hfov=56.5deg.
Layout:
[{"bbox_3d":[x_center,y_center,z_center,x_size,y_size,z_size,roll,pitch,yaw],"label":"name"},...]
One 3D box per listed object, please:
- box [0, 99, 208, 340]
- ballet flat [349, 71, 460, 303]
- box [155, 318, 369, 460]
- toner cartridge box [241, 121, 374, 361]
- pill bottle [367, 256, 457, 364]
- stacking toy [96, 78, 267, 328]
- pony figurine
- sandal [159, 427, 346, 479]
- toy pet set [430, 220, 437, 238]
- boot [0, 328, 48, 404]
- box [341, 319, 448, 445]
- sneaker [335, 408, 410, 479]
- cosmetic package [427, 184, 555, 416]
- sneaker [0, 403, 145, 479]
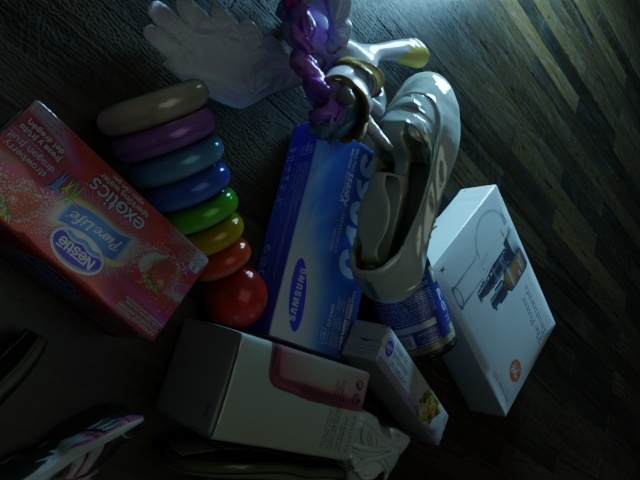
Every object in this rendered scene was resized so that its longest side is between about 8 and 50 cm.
[{"bbox_3d":[-0.270,-0.010,0.659,0.257,0.128,0.123,48,56,-29],"label":"box"},{"bbox_3d":[0.126,-0.105,0.917,0.139,0.139,0.400,24,73,-39],"label":"ballet flat"},{"bbox_3d":[-0.072,0.201,0.800,0.232,0.148,0.127,26,74,-39],"label":"box"},{"bbox_3d":[0.000,0.000,0.941,0.165,0.075,0.348,26,69,-38],"label":"toner cartridge box"},{"bbox_3d":[0.144,0.093,1.026,0.122,0.122,0.219,-25,98,-41],"label":"pill bottle"},{"bbox_3d":[-0.160,-0.030,0.774,0.141,0.141,0.330,-34,115,-39],"label":"stacking toy"},{"bbox_3d":[-0.008,-0.290,0.830,0.351,0.303,0.363,41,32,-7],"label":"pony figurine"},{"bbox_3d":[-0.081,0.325,0.815,0.302,0.120,0.086,28,81,-38],"label":"sandal"},{"bbox_3d":[0.150,-0.032,1.078,0.065,0.122,0.114,-38,137,-11],"label":"toy pet set"},{"bbox_3d":[-0.394,0.122,0.558,0.178,0.085,0.236,44,34,-9],"label":"boot"},{"bbox_3d":[0.134,0.246,0.996,0.324,0.067,0.063,55,51,-41],"label":"box"},{"bbox_3d":[0.054,0.331,0.953,0.232,0.090,0.115,35,67,-34],"label":"sneaker"},{"bbox_3d":[0.333,0.120,1.224,0.284,0.097,0.377,-44,115,-33],"label":"cosmetic package"},{"bbox_3d":[-0.282,0.255,0.675,0.178,0.072,0.077,-24,114,-33],"label":"sneaker"}]
